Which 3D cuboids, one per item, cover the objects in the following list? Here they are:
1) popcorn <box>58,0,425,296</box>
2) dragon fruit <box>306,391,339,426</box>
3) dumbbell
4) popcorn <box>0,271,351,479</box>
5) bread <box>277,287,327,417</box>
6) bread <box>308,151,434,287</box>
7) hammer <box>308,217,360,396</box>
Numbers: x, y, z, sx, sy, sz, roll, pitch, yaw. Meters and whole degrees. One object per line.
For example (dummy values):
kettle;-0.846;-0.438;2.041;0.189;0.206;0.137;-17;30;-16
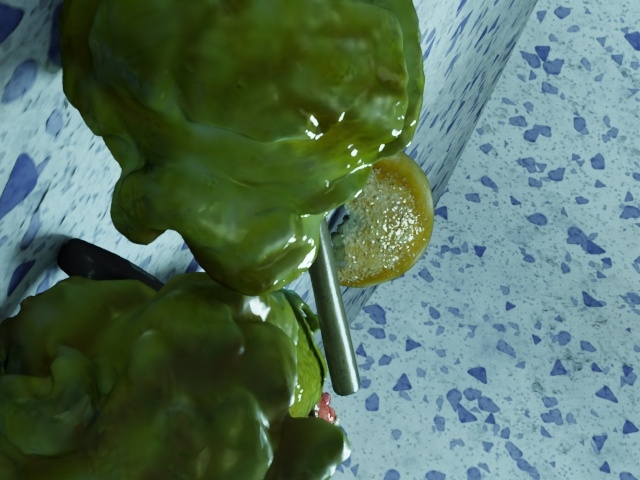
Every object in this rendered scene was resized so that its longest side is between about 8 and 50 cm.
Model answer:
popcorn;-0.066;-0.107;0.842;0.225;0.276;0.276;-19;144;-47
dragon fruit;-0.113;0.285;1.811;0.269;0.291;0.250;-53;175;-20
dumbbell;-0.230;0.119;1.090;0.225;0.140;0.124;-59;-156;-3
popcorn;-0.115;0.175;0.928;0.321;0.290;0.325;-19;127;-21
bread;-0.121;0.165;1.460;0.208;0.251;0.376;-30;177;14
bread;0.121;-0.019;2.344;0.314;0.192;0.171;-60;172;12
hammer;0.000;0.000;1.469;0.168;0.044;0.440;-62;145;-58
